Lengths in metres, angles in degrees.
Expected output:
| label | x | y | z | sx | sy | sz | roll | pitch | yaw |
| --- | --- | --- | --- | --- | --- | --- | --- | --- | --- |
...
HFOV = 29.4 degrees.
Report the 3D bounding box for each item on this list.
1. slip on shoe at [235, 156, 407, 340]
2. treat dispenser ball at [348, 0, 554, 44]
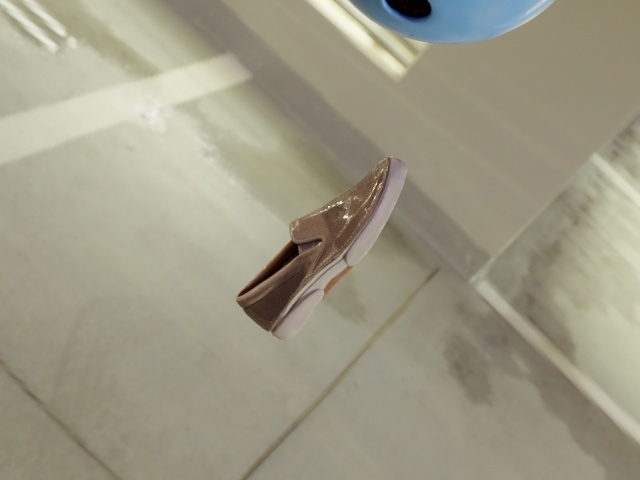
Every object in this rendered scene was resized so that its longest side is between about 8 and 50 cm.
| label | x | y | z | sx | sy | sz | roll | pitch | yaw |
| --- | --- | --- | --- | --- | --- | --- | --- | --- | --- |
| slip on shoe | 0.000 | 0.000 | 0.734 | 0.041 | 0.135 | 0.051 | 33 | 23 | -12 |
| treat dispenser ball | 0.128 | -0.338 | 1.195 | 0.288 | 0.288 | 0.288 | 34 | 25 | -18 |
